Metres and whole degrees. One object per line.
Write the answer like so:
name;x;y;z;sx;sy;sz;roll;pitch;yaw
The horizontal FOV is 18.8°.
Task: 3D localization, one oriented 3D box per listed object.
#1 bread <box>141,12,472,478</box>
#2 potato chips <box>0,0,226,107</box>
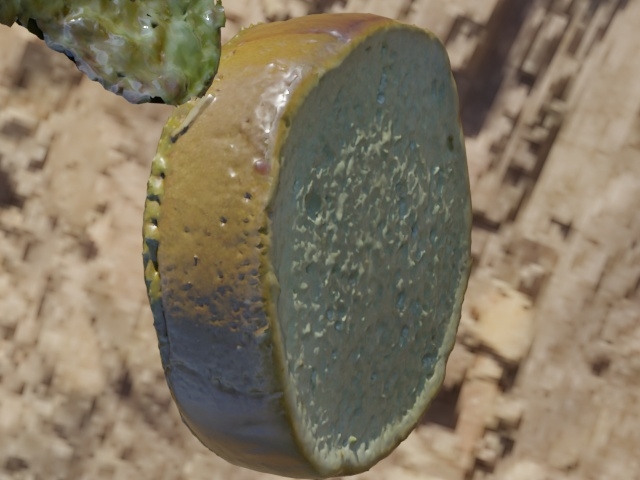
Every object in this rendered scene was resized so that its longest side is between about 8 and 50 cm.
bread;0.000;0.000;0.960;0.070;0.236;0.236;5;77;31
potato chips;-0.104;-0.118;0.573;0.026;0.209;0.142;-4;31;50
